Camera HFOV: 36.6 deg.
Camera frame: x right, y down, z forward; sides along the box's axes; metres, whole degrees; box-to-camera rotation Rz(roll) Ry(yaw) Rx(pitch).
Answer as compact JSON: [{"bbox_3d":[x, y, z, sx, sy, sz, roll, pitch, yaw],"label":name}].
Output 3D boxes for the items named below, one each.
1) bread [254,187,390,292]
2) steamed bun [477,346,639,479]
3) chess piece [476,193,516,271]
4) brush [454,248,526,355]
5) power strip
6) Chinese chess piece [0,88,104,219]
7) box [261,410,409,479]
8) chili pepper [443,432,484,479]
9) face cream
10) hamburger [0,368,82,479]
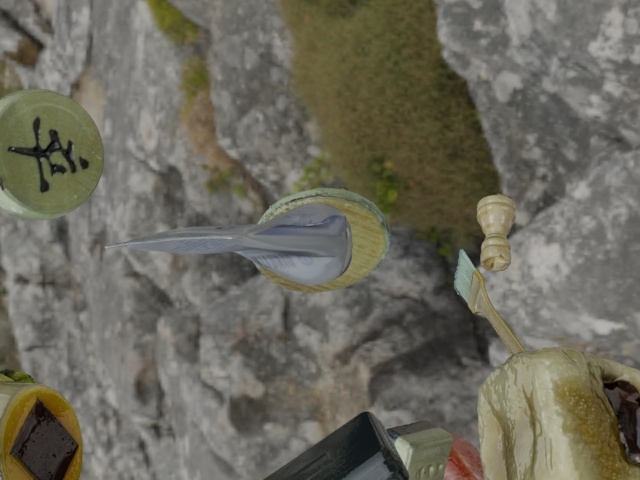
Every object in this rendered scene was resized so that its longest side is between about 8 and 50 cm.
[{"bbox_3d":[0.000,0.000,1.803,0.040,0.267,0.267,-94,26,-45],"label":"bread"},{"bbox_3d":[0.219,0.161,0.765,0.172,0.155,0.141,108,159,-66],"label":"steamed bun"},{"bbox_3d":[0.291,-0.011,1.594,0.066,0.066,0.122,-49,27,48],"label":"chess piece"},{"bbox_3d":[0.244,0.112,1.337,0.082,0.010,0.218,91,154,-48],"label":"brush"},{"bbox_3d":[0.126,0.407,1.482,0.070,0.105,0.257,27,112,44],"label":"power strip"},{"bbox_3d":[-0.404,-0.124,1.391,0.083,0.188,0.188,-4,85,51],"label":"Chinese chess piece"},{"bbox_3d":[-0.016,0.286,1.074,0.050,0.230,0.160,56,179,-10],"label":"box"},{"bbox_3d":[0.272,0.552,1.965,0.305,0.229,0.251,-127,53,-68],"label":"chili pepper"},{"bbox_3d":[-0.096,0.006,1.482,0.235,0.420,0.137,-2,89,33],"label":"face cream"},{"bbox_3d":[-0.261,0.174,0.816,0.081,0.126,0.141,-9,57,22],"label":"hamburger"}]
